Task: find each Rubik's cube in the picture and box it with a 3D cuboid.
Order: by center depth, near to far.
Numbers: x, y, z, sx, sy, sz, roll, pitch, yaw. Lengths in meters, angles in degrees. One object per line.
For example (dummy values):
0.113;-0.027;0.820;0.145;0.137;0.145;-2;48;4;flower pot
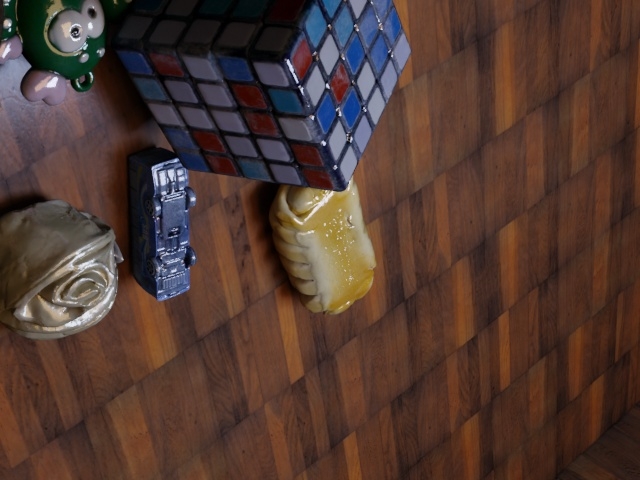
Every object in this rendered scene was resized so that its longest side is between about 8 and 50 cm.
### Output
-0.075;-0.276;1.825;0.286;0.292;0.293;-64;150;-28;Rubik's cube

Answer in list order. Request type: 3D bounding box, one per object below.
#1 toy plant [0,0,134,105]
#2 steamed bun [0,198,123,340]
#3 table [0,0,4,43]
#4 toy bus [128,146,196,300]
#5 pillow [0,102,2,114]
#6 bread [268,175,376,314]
-0.351;-0.305;1.699;0.232;0.113;0.243;-59;139;-19;toy plant
-0.374;0.054;1.879;0.211;0.144;0.217;-8;120;-46;steamed bun
-0.559;-0.233;1.445;0.249;0.317;0.317;37;85;-39;table
-0.250;-0.028;2.005;0.079;0.094;0.236;-17;124;-33;toy bus
-0.522;-0.144;1.680;0.211;0.034;0.135;-46;144;-14;pillow
0.000;0.000;2.275;0.173;0.121;0.311;-36;136;-22;bread
